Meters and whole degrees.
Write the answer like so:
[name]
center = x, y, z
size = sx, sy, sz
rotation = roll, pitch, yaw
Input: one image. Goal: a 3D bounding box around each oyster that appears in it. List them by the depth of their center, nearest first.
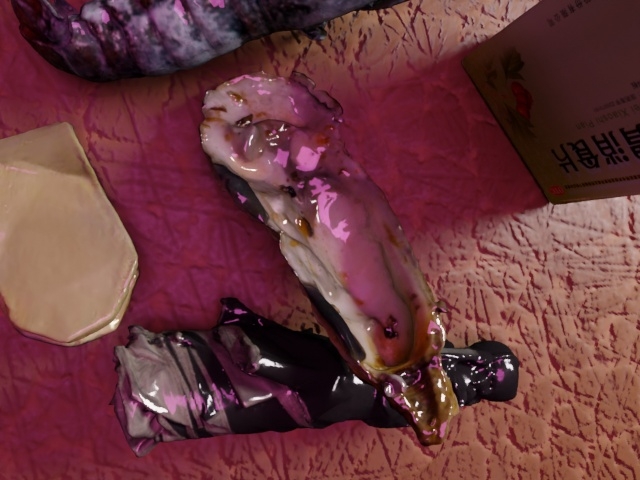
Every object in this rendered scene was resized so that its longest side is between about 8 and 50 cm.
[oyster]
center = 0.002, -0.001, 0.457
size = 0.129, 0.078, 0.345
rotation = -17, 66, -31

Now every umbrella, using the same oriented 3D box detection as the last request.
[umbrella]
center = 0.012, 0.106, 0.492
size = 0.358, 0.113, 0.106
rotation = 2, 116, -17

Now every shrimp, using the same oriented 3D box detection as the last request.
[shrimp]
center = -0.031, -0.224, 0.438
size = 0.411, 0.221, 0.166
rotation = -31, 73, 2

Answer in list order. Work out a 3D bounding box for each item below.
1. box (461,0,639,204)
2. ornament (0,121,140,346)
[box]
center = 0.233, -0.124, 0.459
size = 0.062, 0.260, 0.175
rotation = -36, 96, -10
[ornament]
center = -0.240, -0.019, 0.463
size = 0.201, 0.059, 0.180
rotation = 18, 74, -10
